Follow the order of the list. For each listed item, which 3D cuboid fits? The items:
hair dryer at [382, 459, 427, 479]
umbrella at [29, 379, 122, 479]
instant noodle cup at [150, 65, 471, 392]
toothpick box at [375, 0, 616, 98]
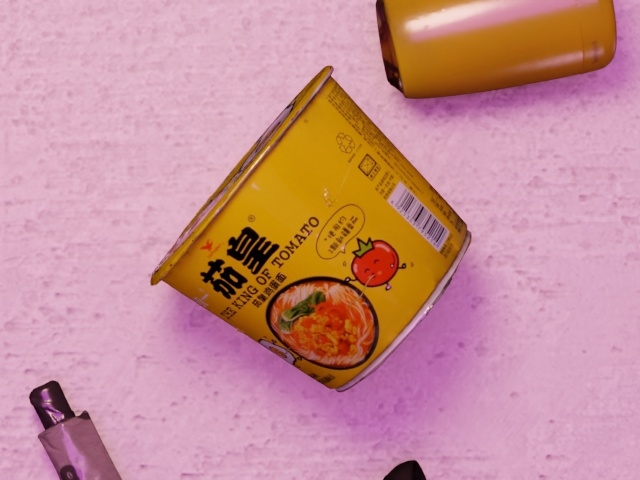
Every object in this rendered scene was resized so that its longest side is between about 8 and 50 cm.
[{"bbox_3d":[0.023,0.444,1.739,0.320,0.156,0.284,-24,107,12],"label":"hair dryer"},{"bbox_3d":[-0.260,0.324,1.742,0.073,0.067,0.337,-30,85,42],"label":"umbrella"},{"bbox_3d":[0.000,0.000,1.654,0.254,0.325,0.326,39,88,-7],"label":"instant noodle cup"},{"bbox_3d":[0.202,-0.263,1.725,0.271,0.175,0.175,-13,86,3],"label":"toothpick box"}]
